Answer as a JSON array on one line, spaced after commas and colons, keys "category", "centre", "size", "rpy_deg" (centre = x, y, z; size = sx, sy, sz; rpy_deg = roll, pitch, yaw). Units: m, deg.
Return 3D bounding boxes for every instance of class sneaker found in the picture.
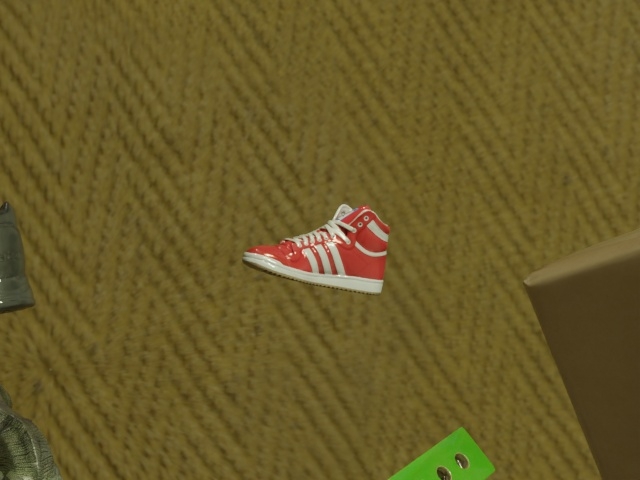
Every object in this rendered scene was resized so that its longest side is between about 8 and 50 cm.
[{"category": "sneaker", "centre": [0.000, 0.000, 0.785], "size": [0.118, 0.042, 0.067], "rpy_deg": [11, 94, -31]}, {"category": "sneaker", "centre": [-0.396, -0.004, 1.121], "size": [0.109, 0.286, 0.130], "rpy_deg": [-10, 105, -49]}]

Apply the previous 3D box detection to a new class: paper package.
[{"category": "paper package", "centre": [0.415, 0.120, 1.065], "size": [0.168, 0.325, 0.310], "rpy_deg": [-22, 90, -39]}]

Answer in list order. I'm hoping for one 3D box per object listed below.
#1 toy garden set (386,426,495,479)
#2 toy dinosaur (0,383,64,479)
[{"category": "toy garden set", "centre": [0.112, 0.276, 0.737], "size": [0.203, 0.049, 0.244], "rpy_deg": [-21, 68, -50]}, {"category": "toy dinosaur", "centre": [-0.209, 0.059, 0.499], "size": [0.268, 0.118, 0.064], "rpy_deg": [40, 51, 11]}]
